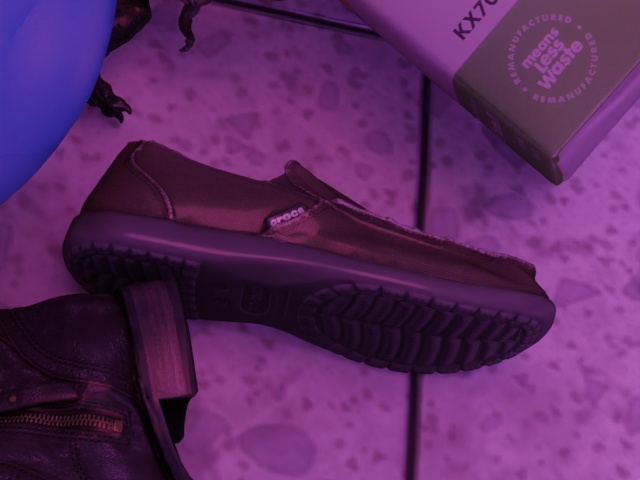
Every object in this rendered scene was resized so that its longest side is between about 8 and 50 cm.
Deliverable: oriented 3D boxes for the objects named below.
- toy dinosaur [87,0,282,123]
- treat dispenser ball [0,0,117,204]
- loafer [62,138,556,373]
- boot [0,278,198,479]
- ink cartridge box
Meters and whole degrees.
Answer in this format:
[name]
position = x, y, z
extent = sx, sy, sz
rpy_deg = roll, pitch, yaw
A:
[toy dinosaur]
position = -0.129, -0.139, 1.065
extent = 0.268, 0.064, 0.118
rpy_deg = 19, 75, 20
[treat dispenser ball]
position = -0.235, -0.128, 0.897
extent = 0.288, 0.288, 0.288
rpy_deg = 8, 58, -12
[loafer]
position = 0.000, 0.000, 1.004
extent = 0.251, 0.094, 0.087
rpy_deg = 13, 61, -8
[boot]
position = -0.166, 0.124, 0.896
extent = 0.229, 0.091, 0.263
rpy_deg = -3, 56, -12
[ink cartridge box]
position = 0.063, -0.224, 1.092
extent = 0.353, 0.119, 0.207
rpy_deg = 41, 93, 11
